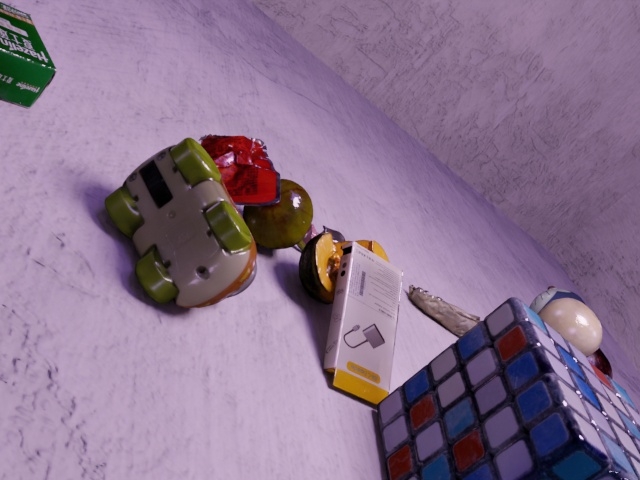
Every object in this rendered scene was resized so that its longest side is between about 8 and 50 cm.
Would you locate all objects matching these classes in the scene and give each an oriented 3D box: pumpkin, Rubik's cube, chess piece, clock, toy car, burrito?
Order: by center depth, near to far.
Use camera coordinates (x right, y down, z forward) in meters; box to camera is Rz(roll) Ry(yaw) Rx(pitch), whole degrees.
[{"bbox_3d":[0.283,0.311,0.943,0.292,0.287,0.293,37,22,-23],"label":"Rubik's cube"},{"bbox_3d":[-0.158,-0.003,0.943,0.235,0.145,0.235,54,6,-9],"label":"toy car"},{"bbox_3d":[0.026,0.054,1.188,0.183,0.107,0.119,14,71,-42],"label":"pumpkin"},{"bbox_3d":[0.399,0.230,1.305,0.167,0.299,0.167,40,21,-18],"label":"chess piece"},{"bbox_3d":[0.295,0.167,1.564,0.229,0.063,0.058,34,33,-23],"label":"burrito"},{"bbox_3d":[0.552,0.222,1.702,0.146,0.243,0.199,53,19,15],"label":"clock"}]

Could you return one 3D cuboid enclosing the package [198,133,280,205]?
[{"bbox_3d":[-0.160,-0.129,1.154,0.194,0.071,0.269,-3,22,1],"label":"package"}]

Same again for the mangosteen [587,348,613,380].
[{"bbox_3d":[0.520,0.313,1.543,0.265,0.228,0.228,10,14,15],"label":"mangosteen"}]

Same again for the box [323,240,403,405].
[{"bbox_3d":[0.071,0.135,1.106,0.129,0.033,0.247,32,55,-33],"label":"box"}]

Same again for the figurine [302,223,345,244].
[{"bbox_3d":[0.000,0.000,1.327,0.129,0.054,0.072,26,31,-37],"label":"figurine"}]

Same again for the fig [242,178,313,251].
[{"bbox_3d":[-0.051,-0.022,1.218,0.124,0.124,0.236,58,6,31],"label":"fig"}]

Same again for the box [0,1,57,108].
[{"bbox_3d":[-0.469,-0.269,0.902,0.199,0.081,0.135,10,40,-55],"label":"box"}]
